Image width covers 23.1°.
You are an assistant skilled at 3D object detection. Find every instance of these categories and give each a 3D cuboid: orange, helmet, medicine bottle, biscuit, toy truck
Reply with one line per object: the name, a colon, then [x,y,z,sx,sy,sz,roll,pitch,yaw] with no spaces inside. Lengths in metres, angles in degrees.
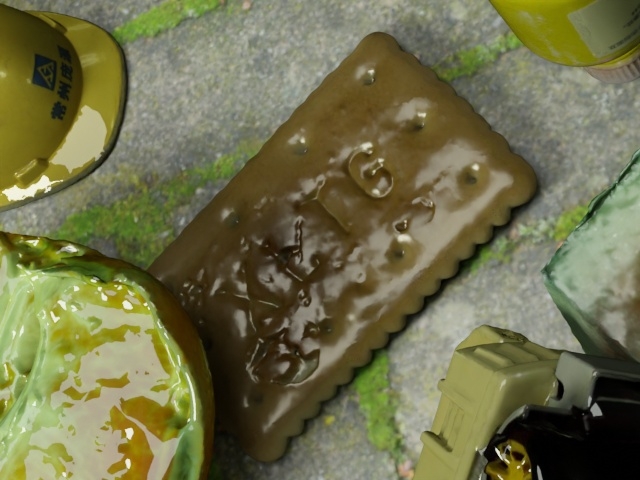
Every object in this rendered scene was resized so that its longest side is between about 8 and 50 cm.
orange: [-0.218,0.129,1.237,0.335,0.196,0.262,9,96,35]
helmet: [-0.320,-0.139,1.412,0.257,0.140,0.205,-4,72,27]
medicine bottle: [0.192,-0.183,1.133,0.122,0.212,0.121,-8,70,23]
biscuit: [0.000,0.000,1.266,0.325,0.044,0.217,-45,62,6]
toy truck: [0.118,0.255,0.987,0.254,0.181,0.405,-143,66,-65]

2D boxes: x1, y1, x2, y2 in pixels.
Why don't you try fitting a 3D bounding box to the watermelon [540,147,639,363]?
watermelon: [0.320,0.050,1.053,0.264,0.151,0.302,-40,79,5]
